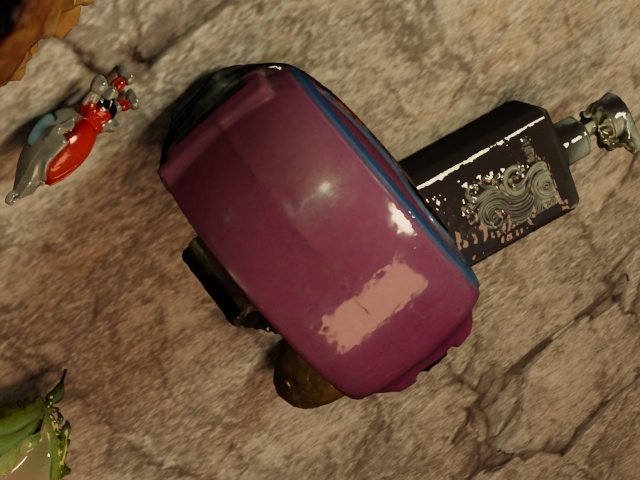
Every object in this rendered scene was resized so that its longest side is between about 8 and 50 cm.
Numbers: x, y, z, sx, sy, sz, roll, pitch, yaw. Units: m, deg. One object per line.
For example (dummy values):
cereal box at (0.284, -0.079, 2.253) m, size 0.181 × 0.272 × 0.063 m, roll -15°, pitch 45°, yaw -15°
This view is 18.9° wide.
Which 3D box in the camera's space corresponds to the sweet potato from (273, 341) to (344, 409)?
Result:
sweet potato at (0.055, 0.049, 1.641) m, size 0.273 × 0.075 × 0.075 m, roll -48°, pitch 152°, yaw 22°

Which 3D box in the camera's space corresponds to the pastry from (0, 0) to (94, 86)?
pastry at (-0.176, -0.212, 0.679) m, size 0.337 × 0.292 × 0.405 m, roll -30°, pitch 141°, yaw -37°

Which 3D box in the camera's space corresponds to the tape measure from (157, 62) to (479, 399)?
tape measure at (0.000, 0.000, 1.319) m, size 0.149 × 0.231 × 0.245 m, roll -39°, pitch 150°, yaw 5°

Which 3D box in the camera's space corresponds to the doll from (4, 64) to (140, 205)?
doll at (-0.162, -0.066, 1.222) m, size 0.114 × 0.039 × 0.057 m, roll -43°, pitch -171°, yaw -16°

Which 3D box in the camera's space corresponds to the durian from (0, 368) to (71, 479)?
durian at (-0.269, 0.184, 1.424) m, size 0.220 × 0.095 × 0.137 m, roll -25°, pitch 125°, yaw -51°

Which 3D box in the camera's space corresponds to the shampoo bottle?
shampoo bottle at (0.119, -0.036, 1.551) m, size 0.309 × 0.098 × 0.071 m, roll -29°, pitch -163°, yaw -16°
